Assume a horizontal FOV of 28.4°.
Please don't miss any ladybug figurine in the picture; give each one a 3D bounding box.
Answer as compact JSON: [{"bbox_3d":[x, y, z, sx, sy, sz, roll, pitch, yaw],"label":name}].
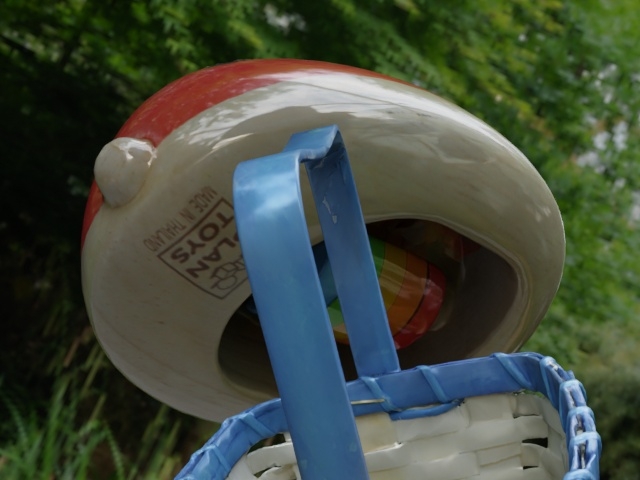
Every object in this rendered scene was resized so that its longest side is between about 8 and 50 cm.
[{"bbox_3d":[0.000,0.000,0.912,0.449,0.305,0.162,30,25,-52],"label":"ladybug figurine"}]

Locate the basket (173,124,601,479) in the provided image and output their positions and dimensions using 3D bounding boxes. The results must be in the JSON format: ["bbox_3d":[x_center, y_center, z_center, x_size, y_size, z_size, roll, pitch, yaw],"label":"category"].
[{"bbox_3d":[0.022,0.094,0.566,0.201,0.289,0.255,-9,6,8],"label":"basket"}]
